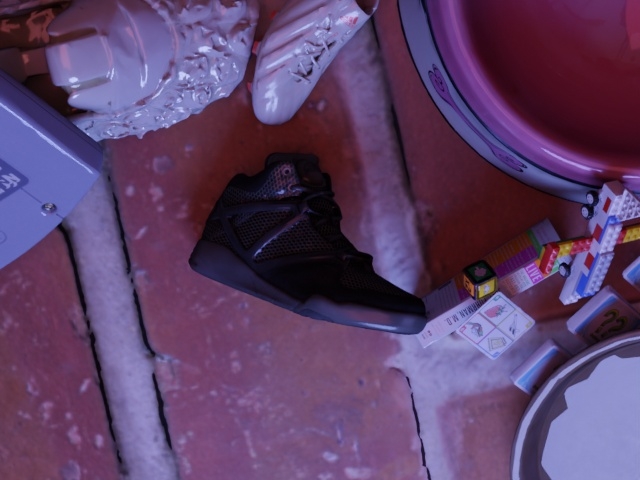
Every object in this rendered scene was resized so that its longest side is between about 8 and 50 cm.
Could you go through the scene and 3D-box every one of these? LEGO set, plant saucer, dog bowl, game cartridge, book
[{"bbox_3d":[0.212,0.049,1.433,0.182,0.244,0.060,-43,52,8],"label":"LEGO set"},{"bbox_3d":[0.302,0.193,1.507,0.278,0.041,0.278,2,112,5],"label":"plant saucer"},{"bbox_3d":[0.263,-0.219,1.425,0.408,0.150,0.408,0,97,3],"label":"dog bowl"},{"bbox_3d":[-0.337,-0.040,1.457,0.297,0.062,0.198,-29,137,25],"label":"game cartridge"},{"bbox_3d":[0.144,0.038,1.493,0.144,0.096,0.035,-30,97,7],"label":"book"}]

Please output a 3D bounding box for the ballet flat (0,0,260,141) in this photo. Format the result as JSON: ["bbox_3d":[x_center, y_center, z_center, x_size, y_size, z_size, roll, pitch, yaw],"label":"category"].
[{"bbox_3d":[-0.250,-0.140,1.475,0.409,0.147,0.147,-10,97,4],"label":"ballet flat"}]

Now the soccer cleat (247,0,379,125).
[{"bbox_3d":[0.002,-0.183,1.478,0.076,0.068,0.196,28,97,33],"label":"soccer cleat"}]

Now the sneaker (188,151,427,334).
[{"bbox_3d":[0.000,0.000,1.472,0.227,0.087,0.130,22,95,34],"label":"sneaker"}]
